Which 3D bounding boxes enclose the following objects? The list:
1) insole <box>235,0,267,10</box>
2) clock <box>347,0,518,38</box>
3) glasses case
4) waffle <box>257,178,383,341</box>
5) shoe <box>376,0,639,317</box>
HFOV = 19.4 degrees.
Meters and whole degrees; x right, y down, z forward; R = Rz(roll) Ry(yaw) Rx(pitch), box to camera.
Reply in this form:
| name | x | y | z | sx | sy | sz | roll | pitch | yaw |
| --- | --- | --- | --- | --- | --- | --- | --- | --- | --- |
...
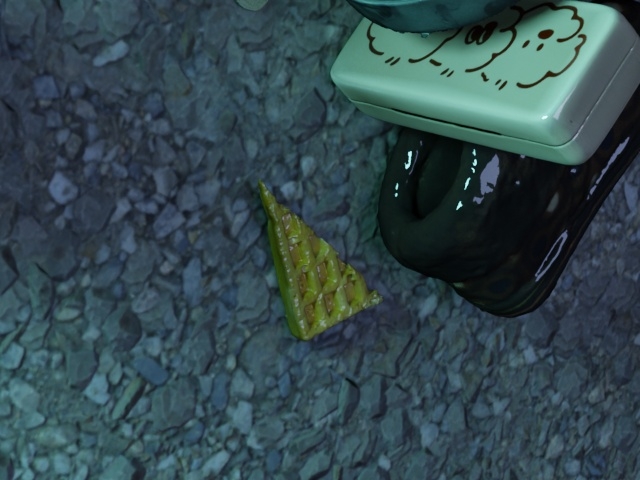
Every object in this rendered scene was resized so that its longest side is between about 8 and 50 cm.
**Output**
| name | x | y | z | sx | sy | sz | roll | pitch | yaw |
| --- | --- | --- | --- | --- | --- | --- | --- | --- | --- |
| insole | -0.045 | -0.320 | 1.853 | 0.063 | 0.010 | 0.192 | 12 | 95 | -39 |
| clock | 0.133 | -0.334 | 1.802 | 0.312 | 0.313 | 0.061 | -57 | 134 | -12 |
| glasses case | 0.159 | -0.172 | 1.841 | 0.076 | 0.336 | 0.144 | 42 | 74 | -37 |
| waffle | 0.000 | 0.000 | 1.956 | 0.125 | 0.032 | 0.191 | -25 | 117 | -29 |
| shoe | 0.214 | -0.120 | 2.005 | 0.237 | 0.171 | 0.384 | 32 | 89 | -43 |
